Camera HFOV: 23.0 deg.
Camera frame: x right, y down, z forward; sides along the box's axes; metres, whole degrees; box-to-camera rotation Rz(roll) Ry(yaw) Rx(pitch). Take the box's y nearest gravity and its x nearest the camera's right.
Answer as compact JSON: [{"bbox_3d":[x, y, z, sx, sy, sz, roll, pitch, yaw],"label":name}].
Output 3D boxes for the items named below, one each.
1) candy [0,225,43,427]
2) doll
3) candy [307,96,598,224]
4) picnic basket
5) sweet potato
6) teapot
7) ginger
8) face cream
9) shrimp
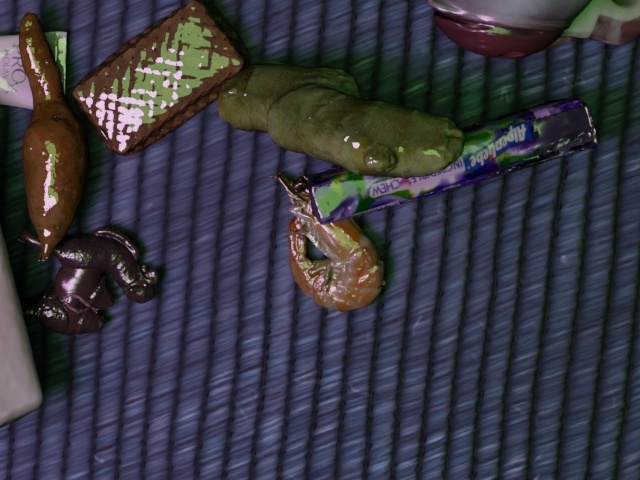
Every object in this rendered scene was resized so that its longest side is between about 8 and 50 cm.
[{"bbox_3d":[-0.435,0.036,1.682,0.208,0.145,0.358,-9,96,40],"label":"candy"},{"bbox_3d":[-0.268,0.046,1.754,0.165,0.057,0.139,19,95,-4],"label":"doll"},{"bbox_3d":[0.136,-0.085,1.677,0.312,0.088,0.061,-16,96,-3],"label":"candy"},{"bbox_3d":[-0.176,-0.178,1.721,0.193,0.055,0.110,-36,94,8],"label":"picnic basket"},{"bbox_3d":[-0.290,-0.113,1.713,0.075,0.075,0.269,-5,91,4],"label":"sweet potato"},{"bbox_3d":[0.240,-0.339,1.615,0.315,0.233,0.312,3,105,-25],"label":"teapot"},{"bbox_3d":[0.018,-0.130,1.635,0.290,0.137,0.089,24,110,44],"label":"ginger"},{"bbox_3d":[-0.403,-0.189,1.735,0.244,0.058,0.092,2,100,-4],"label":"face cream"},{"bbox_3d":[0.000,0.000,1.745,0.099,0.041,0.180,-33,95,21],"label":"shrimp"}]
